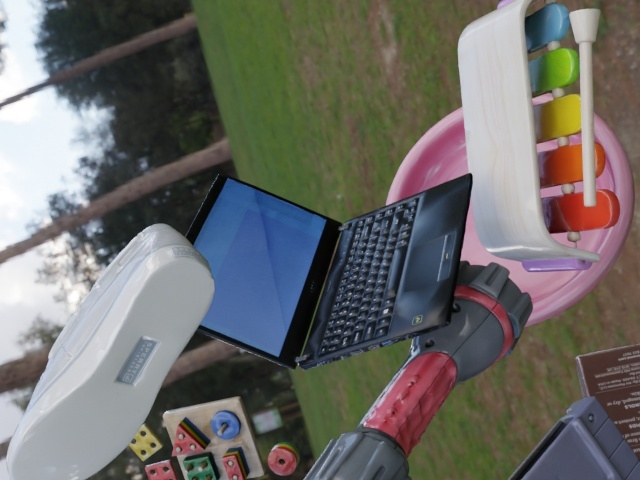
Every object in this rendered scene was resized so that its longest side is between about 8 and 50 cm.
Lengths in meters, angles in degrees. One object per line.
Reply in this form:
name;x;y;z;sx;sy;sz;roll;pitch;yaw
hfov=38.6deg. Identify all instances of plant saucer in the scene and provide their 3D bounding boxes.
plant saucer;0.247;-0.035;1.205;0.084;0.332;0.332;38;-154;-53

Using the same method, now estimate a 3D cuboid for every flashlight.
flashlight;0.097;0.140;0.851;0.304;0.103;0.103;-46;-49;-42

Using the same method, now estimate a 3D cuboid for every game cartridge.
game cartridge;0.320;0.388;1.159;0.230;0.355;0.068;53;141;3

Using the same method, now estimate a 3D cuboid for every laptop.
laptop;0.000;0.000;0.929;0.136;0.264;0.234;52;-145;-27

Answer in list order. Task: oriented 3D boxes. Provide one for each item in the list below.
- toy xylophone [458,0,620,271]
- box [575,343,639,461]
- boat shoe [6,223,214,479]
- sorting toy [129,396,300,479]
toy xylophone;0.234;-0.119;0.960;0.236;0.081;0.322;-170;76;-65
box;0.527;0.378;1.475;0.191;0.143;0.381;61;-159;-52
boat shoe;-0.134;0.070;0.554;0.066;0.184;0.063;20;-162;-35
sorting toy;-0.178;0.323;1.413;0.046;0.275;0.132;-49;-56;-70
